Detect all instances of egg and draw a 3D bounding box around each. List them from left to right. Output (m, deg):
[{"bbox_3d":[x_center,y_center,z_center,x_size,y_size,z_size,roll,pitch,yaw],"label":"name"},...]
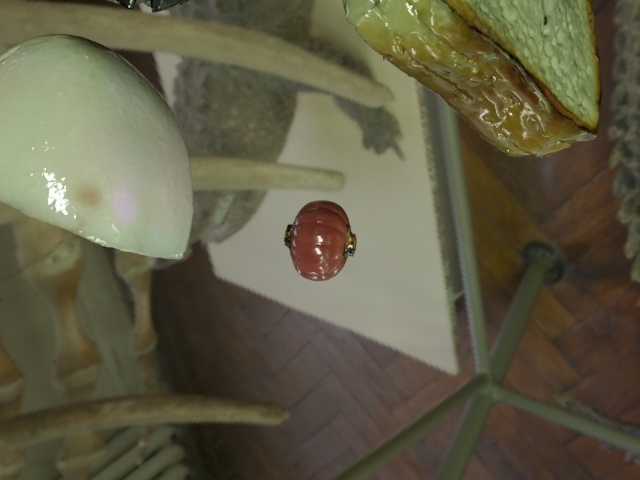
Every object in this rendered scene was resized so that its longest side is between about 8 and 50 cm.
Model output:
[{"bbox_3d":[-0.234,-0.110,1.023,0.271,0.206,0.162,29,102,23],"label":"egg"}]

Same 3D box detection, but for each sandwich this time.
[{"bbox_3d":[0.128,-0.226,0.887,0.099,0.271,0.301,-17,148,35],"label":"sandwich"}]

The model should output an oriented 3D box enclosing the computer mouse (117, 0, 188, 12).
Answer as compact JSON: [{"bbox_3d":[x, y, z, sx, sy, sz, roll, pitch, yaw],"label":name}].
[{"bbox_3d":[-0.145,-0.312,0.918,0.077,0.146,0.241,96,176,-75],"label":"computer mouse"}]

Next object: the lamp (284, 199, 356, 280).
[{"bbox_3d":[0.000,0.000,1.373,0.092,0.107,0.107,9,132,10],"label":"lamp"}]

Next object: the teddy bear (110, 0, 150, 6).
[{"bbox_3d":[-0.267,-0.475,1.515,0.151,0.236,0.267,42,-131,-77],"label":"teddy bear"}]
